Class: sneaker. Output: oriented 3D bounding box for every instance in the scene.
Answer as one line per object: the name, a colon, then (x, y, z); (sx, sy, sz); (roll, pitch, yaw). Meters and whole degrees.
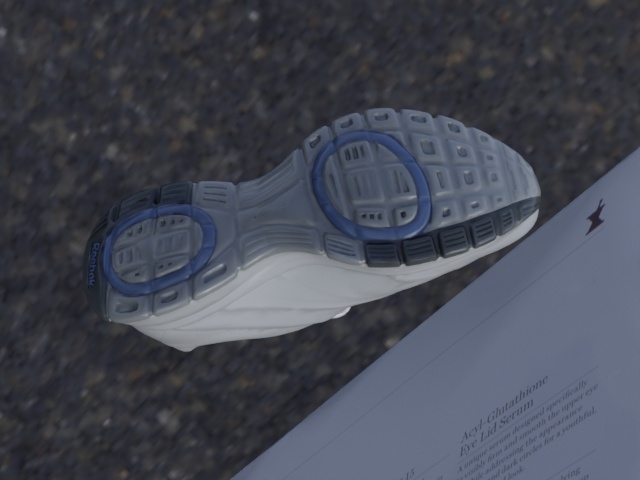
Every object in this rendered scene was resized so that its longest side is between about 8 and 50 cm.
sneaker: (0.000, 0.000, 1.248); (0.297, 0.129, 0.111); (-12, 64, 15)

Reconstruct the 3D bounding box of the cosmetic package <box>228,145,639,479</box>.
cosmetic package: (0.032, 0.173, 0.728); (0.097, 0.377, 0.284); (30, 42, -21)
